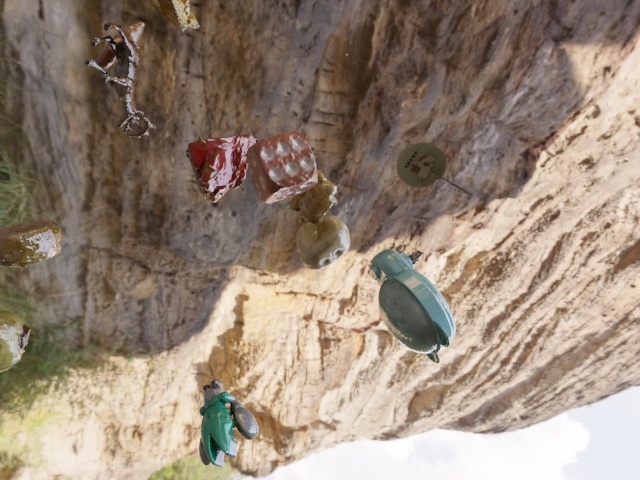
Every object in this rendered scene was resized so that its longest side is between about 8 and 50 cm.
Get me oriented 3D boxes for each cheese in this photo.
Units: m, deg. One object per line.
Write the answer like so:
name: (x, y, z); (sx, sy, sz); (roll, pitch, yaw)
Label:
cheese: (0.000, 0.000, 1.788); (0.218, 0.117, 0.235); (17, -117, 36)

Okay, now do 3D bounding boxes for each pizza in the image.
pizza: (-0.407, -0.632, 1.037); (0.087, 0.268, 0.258); (-52, 180, -12)

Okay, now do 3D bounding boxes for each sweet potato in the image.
sweet potato: (-0.546, -0.531, 1.246); (0.058, 0.055, 0.202); (80, 33, -56)

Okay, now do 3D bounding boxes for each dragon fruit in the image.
dragon fruit: (-0.383, -0.318, 1.937); (0.286, 0.329, 0.227); (155, -82, -75)

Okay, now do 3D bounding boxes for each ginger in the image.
ginger: (-0.026, -0.146, 1.710); (0.216, 0.157, 0.102); (-56, 178, 24)

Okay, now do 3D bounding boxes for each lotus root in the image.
lotus root: (-0.796, 0.227, 0.997); (0.154, 0.278, 0.154); (177, -90, -72)

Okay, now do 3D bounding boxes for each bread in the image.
bread: (-0.967, 0.012, 1.493); (0.230, 0.230, 0.122); (-154, -127, -62)

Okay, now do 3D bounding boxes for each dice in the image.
dice: (-0.119, -0.224, 1.389); (0.179, 0.175, 0.173); (141, -71, -74)

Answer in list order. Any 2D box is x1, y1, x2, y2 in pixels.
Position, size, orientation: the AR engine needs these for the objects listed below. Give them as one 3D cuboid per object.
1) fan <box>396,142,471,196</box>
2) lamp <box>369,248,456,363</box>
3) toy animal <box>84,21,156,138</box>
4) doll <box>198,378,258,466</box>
fan: (0.441, -0.252, 1.739); (0.190, 0.329, 0.009); (-58, -171, 34)
lamp: (0.211, 0.146, 1.084); (0.209, 0.147, 0.284); (90, -13, -58)
toy animal: (-0.504, -0.412, 1.199); (0.260, 0.087, 0.243); (27, 78, -80)
doll: (-0.289, 0.558, 1.404); (0.195, 0.153, 0.258); (-20, -132, 31)
